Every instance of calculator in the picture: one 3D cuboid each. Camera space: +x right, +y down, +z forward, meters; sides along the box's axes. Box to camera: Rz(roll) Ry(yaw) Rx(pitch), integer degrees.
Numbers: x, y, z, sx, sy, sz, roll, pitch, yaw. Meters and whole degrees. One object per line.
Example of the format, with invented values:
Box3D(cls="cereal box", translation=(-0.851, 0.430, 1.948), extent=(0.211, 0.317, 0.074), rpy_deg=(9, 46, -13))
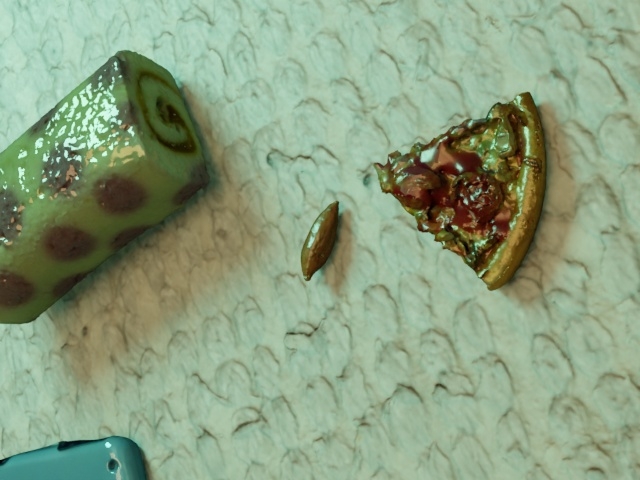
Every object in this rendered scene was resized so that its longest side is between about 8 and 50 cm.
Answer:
Box3D(cls="calculator", translation=(-0.318, 0.335, 1.352), extent=(0.293, 0.051, 0.173), rpy_deg=(-16, 76, 28))

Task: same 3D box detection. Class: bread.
Box3D(cls="bread", translation=(-0.304, -0.057, 1.322), extent=(0.338, 0.155, 0.187), rpy_deg=(-36, 64, 23))

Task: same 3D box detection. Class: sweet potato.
Box3D(cls="sweet potato", translation=(0.000, 0.000, 1.209), extent=(0.034, 0.034, 0.095), rpy_deg=(22, 85, 30))

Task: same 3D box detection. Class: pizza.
Box3D(cls="pizza", translation=(0.134, -0.049, 1.120), extent=(0.193, 0.053, 0.201), rpy_deg=(-1, 85, 30))
